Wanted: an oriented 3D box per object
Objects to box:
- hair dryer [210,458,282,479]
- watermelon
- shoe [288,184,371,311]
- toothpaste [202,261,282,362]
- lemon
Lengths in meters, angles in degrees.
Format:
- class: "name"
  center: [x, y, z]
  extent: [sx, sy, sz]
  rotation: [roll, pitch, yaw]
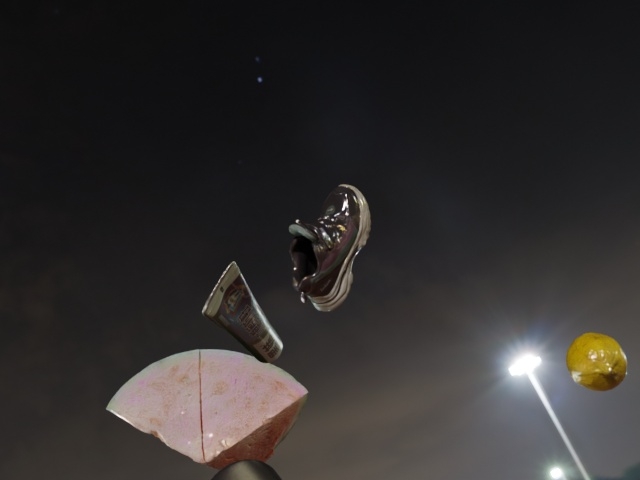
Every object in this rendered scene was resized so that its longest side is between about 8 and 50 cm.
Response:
- class: "hair dryer"
  center: [-0.084, 0.323, 0.696]
  extent: [0.248, 0.195, 0.078]
  rotation: [-46, -52, -5]
- class: "watermelon"
  center: [-0.239, 0.387, 1.861]
  extent: [0.319, 0.292, 0.222]
  rotation: [-40, -29, -39]
- class: "shoe"
  center: [0.000, 0.000, 1.120]
  extent: [0.071, 0.169, 0.099]
  rotation: [4, -15, 45]
- class: "toothpaste"
  center: [-0.126, 0.149, 1.562]
  extent: [0.099, 0.061, 0.392]
  rotation: [-61, -20, -16]
- class: "lemon"
  center: [0.396, 0.175, 1.256]
  extent: [0.082, 0.082, 0.111]
  rotation: [-28, 13, 5]
